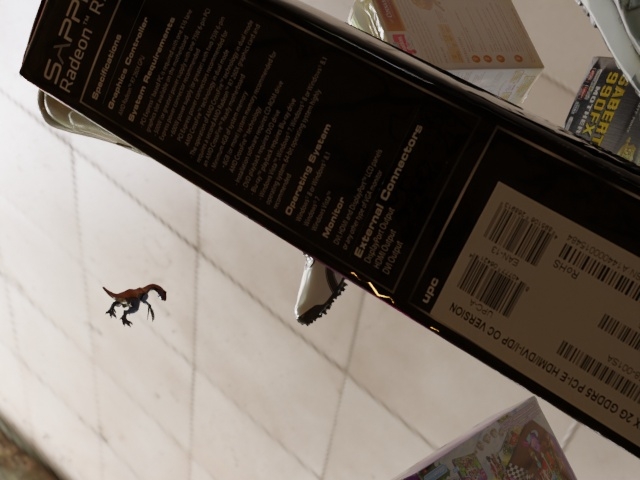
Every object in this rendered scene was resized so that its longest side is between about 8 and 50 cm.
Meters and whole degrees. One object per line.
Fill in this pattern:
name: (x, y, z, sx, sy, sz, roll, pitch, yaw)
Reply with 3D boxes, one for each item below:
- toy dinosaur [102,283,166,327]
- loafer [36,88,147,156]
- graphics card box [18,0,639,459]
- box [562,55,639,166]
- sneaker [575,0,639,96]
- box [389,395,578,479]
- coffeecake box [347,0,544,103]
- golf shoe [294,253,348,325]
toy dinosaur: (-0.221, 0.071, 1.220, 0.047, 0.082, 0.090, 20, 137, 19)
loafer: (-0.227, -0.158, 1.297, 0.092, 0.268, 0.102, 12, 96, 60)
graphics card box: (0.067, -0.027, 0.478, 0.370, 0.232, 0.094, 30, 102, 24)
box: (0.279, -0.057, 0.964, 0.056, 0.231, 0.183, 19, -170, -14)
sneaker: (0.199, -0.163, 0.533, 0.124, 0.107, 0.283, 85, 164, -44)
box: (0.167, 0.265, 0.870, 0.057, 0.293, 0.201, -32, 78, 28)
coffeecake box: (0.143, -0.229, 1.157, 0.068, 0.185, 0.142, 115, 145, -52)
golf shoe: (0.000, 0.000, 1.157, 0.093, 0.198, 0.077, 29, 164, -16)
